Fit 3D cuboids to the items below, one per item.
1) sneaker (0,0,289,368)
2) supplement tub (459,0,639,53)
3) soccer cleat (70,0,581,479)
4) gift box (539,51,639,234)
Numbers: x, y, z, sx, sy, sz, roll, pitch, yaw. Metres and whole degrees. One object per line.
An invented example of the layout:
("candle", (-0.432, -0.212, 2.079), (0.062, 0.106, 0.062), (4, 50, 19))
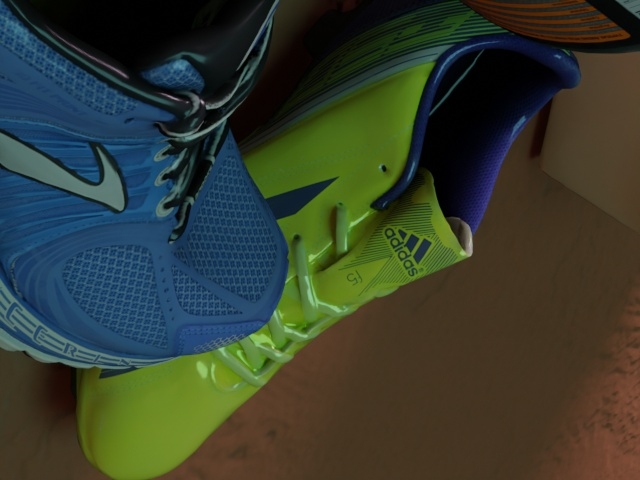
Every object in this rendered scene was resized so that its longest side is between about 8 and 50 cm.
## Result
("sneaker", (-0.073, -0.050, 0.615), (0.330, 0.147, 0.130), (55, 41, -55))
("supplement tub", (0.077, -0.193, 0.652), (0.338, 0.207, 0.207), (22, 103, -55))
("soccer cleat", (0.000, -0.001, 0.802), (0.289, 0.121, 0.093), (-51, 145, -2))
("gift box", (0.302, -0.118, 0.926), (0.255, 0.276, 0.258), (-27, 136, -40))
